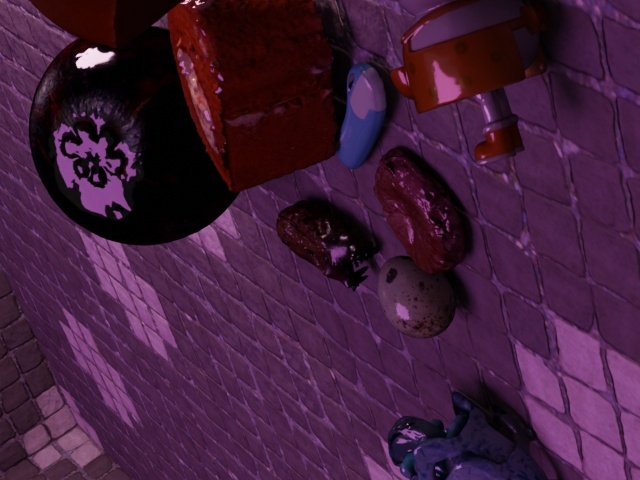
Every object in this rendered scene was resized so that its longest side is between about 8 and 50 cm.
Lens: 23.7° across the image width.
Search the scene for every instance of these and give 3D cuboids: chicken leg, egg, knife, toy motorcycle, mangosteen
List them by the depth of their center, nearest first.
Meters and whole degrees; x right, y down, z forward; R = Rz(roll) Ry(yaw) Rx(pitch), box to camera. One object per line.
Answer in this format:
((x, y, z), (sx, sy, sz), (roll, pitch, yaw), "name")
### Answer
((0.045, -0.136, 1.709), (0.064, 0.031, 0.222), (55, 163, 13), "knife")
((0.110, 0.064, 1.776), (0.110, 0.085, 0.085), (59, 163, 33), "egg")
((0.200, 0.313, 1.876), (0.206, 0.154, 0.260), (-8, 124, 42), "toy motorcycle")
((0.000, 0.000, 1.965), (0.234, 0.063, 0.105), (31, 142, 54), "chicken leg")
((-0.222, -0.137, 1.992), (0.300, 0.300, 0.300), (46, 157, 26), "mangosteen")

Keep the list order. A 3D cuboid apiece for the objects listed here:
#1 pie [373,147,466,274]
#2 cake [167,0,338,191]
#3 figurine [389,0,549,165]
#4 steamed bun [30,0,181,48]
((0.108, -0.030, 1.708), (0.153, 0.038, 0.153), (48, 158, 28), "pie")
((-0.078, -0.195, 1.732), (0.283, 0.151, 0.177), (83, 165, -54), "cake")
((0.127, -0.201, 1.322), (0.143, 0.143, 0.271), (15, 109, 61), "figurine")
((-0.210, -0.391, 1.462), (0.248, 0.235, 0.379), (40, 151, 13), "steamed bun")
